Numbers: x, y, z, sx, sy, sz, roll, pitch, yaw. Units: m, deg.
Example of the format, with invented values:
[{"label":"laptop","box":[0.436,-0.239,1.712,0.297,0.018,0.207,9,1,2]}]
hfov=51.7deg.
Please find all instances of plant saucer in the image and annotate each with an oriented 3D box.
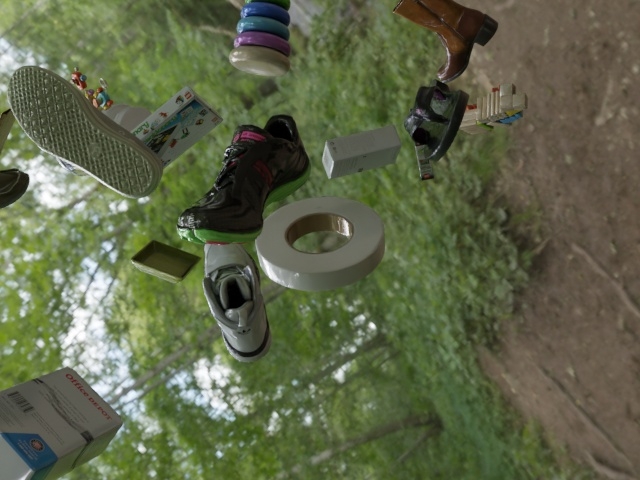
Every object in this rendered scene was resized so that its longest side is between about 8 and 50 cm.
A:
[{"label":"plant saucer","box":[-0.522,0.079,2.231,0.188,0.045,0.188,20,-158,2]}]

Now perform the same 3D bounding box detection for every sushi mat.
[{"label":"sushi mat","box":[-1.060,-0.306,2.162,0.019,0.316,0.151,28,-155,-16]}]

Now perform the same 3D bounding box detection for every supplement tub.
[{"label":"supplement tub","box":[-0.709,-0.334,2.207,0.228,0.316,0.228,2,-93,-59]}]

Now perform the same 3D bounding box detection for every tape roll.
[{"label":"tape roll","box":[0.000,0.000,1.975,0.392,0.392,0.072,-119,18,-52]}]

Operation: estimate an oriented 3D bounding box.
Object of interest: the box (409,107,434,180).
[{"label":"box","box":[0.281,-0.272,1.839,0.207,0.036,0.114,-87,-16,-51]}]

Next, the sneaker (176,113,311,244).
[{"label":"sneaker","box":[-0.175,-0.143,1.452,0.483,0.185,0.202,-57,-35,-54]}]

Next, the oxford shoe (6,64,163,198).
[{"label":"oxford shoe","box":[-0.567,-0.256,1.606,0.449,0.169,0.130,37,-171,2]}]

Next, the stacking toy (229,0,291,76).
[{"label":"stacking toy","box":[-0.118,-0.556,1.522,0.141,0.330,0.141,8,178,0]}]

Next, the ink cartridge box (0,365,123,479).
[{"label":"ink cartridge box","box":[-0.672,0.458,1.599,0.223,0.129,0.307,40,-163,13]}]

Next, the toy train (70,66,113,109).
[{"label":"toy train","box":[-0.697,-0.450,1.992,0.166,0.046,0.125,22,139,35]}]

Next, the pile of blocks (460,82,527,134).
[{"label":"pile of blocks","box":[0.621,-0.472,2.320,0.149,0.112,0.362,6,173,-21]}]

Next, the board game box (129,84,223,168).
[{"label":"board game box","box":[-0.455,-0.312,1.961,0.053,0.305,0.193,55,-173,19]}]

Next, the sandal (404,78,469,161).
[{"label":"sandal","box":[0.250,-0.295,1.555,0.107,0.167,0.446,20,-163,-5]}]

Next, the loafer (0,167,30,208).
[{"label":"loafer","box":[-0.824,-0.123,1.574,0.087,0.251,0.094,79,174,-53]}]

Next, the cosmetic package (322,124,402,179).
[{"label":"cosmetic package","box":[0.128,-0.275,2.059,0.117,0.231,0.085,105,149,-66]}]

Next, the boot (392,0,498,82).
[{"label":"boot","box":[0.340,-0.618,1.973,0.280,0.264,0.096,23,-120,-15]}]

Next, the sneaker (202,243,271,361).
[{"label":"sneaker","box":[-0.210,0.093,1.584,0.210,0.137,0.365,86,166,-56]}]
